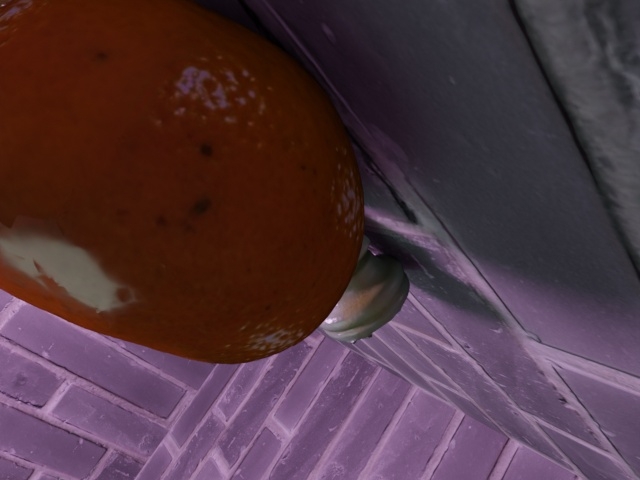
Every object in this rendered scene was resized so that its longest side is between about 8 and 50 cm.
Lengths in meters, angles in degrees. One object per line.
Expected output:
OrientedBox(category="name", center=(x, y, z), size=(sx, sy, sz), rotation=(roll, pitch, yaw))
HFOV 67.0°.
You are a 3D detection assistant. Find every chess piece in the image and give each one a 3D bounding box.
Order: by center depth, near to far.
OrientedBox(category="chess piece", center=(0.000, 0.000, 0.762), size=(0.298, 0.175, 0.175), rotation=(53, 161, -15))

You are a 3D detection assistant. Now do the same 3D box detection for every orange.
OrientedBox(category="orange", center=(-0.155, -0.060, 0.506), size=(0.423, 0.327, 0.424), rotation=(20, 163, 6))

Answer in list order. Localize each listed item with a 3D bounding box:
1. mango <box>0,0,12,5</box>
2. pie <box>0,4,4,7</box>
OrientedBox(category="mango", center=(-0.296, -0.306, 0.431), size=(0.316, 0.146, 0.193), rotation=(16, 161, 17))
OrientedBox(category="pie", center=(-0.558, -0.349, 0.837), size=(0.394, 0.181, 0.418), rotation=(23, 154, 5))
